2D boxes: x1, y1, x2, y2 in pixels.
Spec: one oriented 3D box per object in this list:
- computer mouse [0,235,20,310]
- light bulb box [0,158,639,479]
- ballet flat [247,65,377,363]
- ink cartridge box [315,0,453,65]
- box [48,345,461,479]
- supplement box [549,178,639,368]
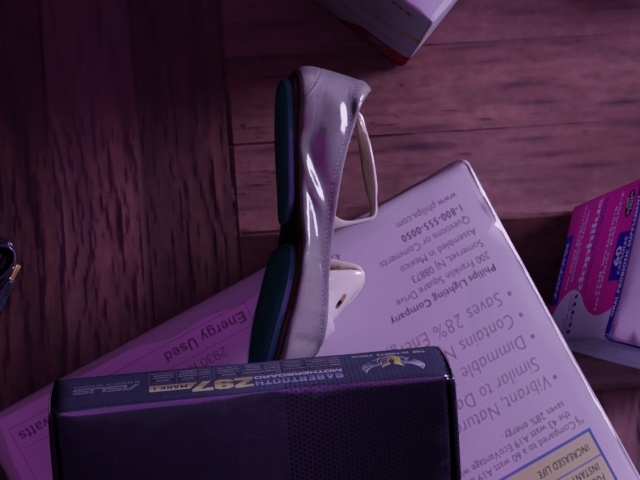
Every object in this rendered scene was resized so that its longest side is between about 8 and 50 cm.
[{"bbox_3d":[-0.317,0.009,1.334,0.193,0.042,0.106,29,85,-2],"label":"computer mouse"},{"bbox_3d":[0.015,0.193,1.255,0.358,0.225,0.361,-28,89,-7],"label":"light bulb box"},{"bbox_3d":[0.000,0.000,1.126,0.068,0.072,0.213,7,83,-14],"label":"ballet flat"},{"bbox_3d":[0.056,-0.222,1.313,0.128,0.176,0.127,38,84,-1],"label":"ink cartridge box"},{"bbox_3d":[-0.035,0.163,1.082,0.232,0.059,0.183,-4,106,-5],"label":"box"},{"bbox_3d":[0.238,0.031,1.288,0.114,0.220,0.111,14,84,-2],"label":"supplement box"}]
